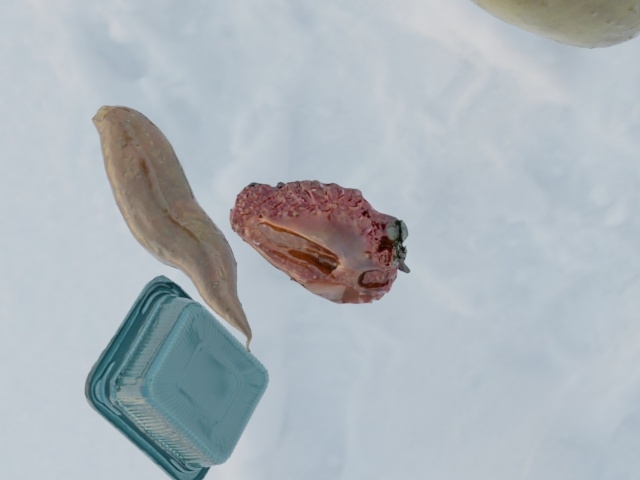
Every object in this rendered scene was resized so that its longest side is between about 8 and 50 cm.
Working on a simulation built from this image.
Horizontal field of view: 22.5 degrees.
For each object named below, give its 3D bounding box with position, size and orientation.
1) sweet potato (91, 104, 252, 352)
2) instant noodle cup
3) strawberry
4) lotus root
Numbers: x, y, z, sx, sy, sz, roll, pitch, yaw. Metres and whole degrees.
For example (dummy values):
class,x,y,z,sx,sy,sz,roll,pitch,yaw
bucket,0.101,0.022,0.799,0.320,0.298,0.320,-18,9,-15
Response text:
class,x,y,z,sx,sy,sz,roll,pitch,yaw
sweet potato,-0.094,-0.010,1.050,0.056,0.056,0.195,-43,74,27
instant noodle cup,-0.129,0.139,1.577,0.070,0.157,0.179,-3,139,47
strawberry,-0.001,0.002,1.283,0.152,0.048,0.103,13,126,0
lotus root,0.229,-0.301,1.656,0.151,0.343,0.169,44,113,47
